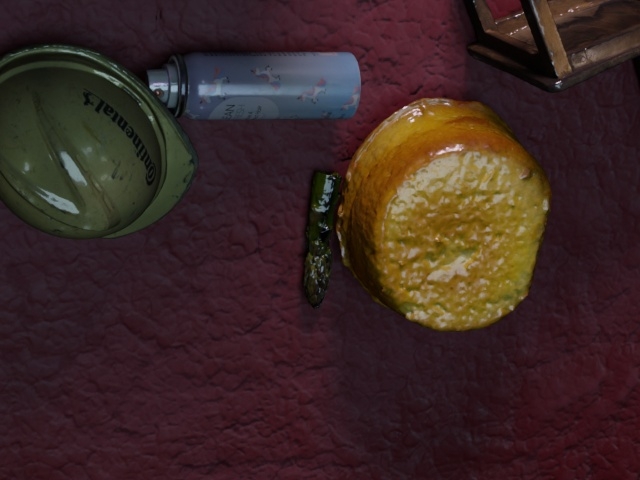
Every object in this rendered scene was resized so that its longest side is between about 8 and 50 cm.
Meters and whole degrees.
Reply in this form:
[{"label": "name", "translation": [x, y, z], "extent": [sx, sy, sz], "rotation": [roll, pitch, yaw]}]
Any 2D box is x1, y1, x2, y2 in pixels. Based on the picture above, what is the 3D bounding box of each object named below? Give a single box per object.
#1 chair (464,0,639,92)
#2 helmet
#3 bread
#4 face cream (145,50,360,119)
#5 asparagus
[{"label": "chair", "translation": [0.294, -0.221, 1.896], "extent": [0.240, 0.203, 0.416], "rotation": [-22, 114, -15]}, {"label": "helmet", "translation": [-0.245, -0.069, 1.775], "extent": [0.257, 0.137, 0.204], "rotation": [38, 112, -27]}, {"label": "bread", "translation": [0.139, -0.023, 1.945], "extent": [0.268, 0.146, 0.268], "rotation": [-5, 111, -14]}, {"label": "face cream", "translation": [-0.075, -0.165, 1.855], "extent": [0.229, 0.075, 0.075], "rotation": [-2, 110, -18]}, {"label": "asparagus", "translation": [0.000, 0.000, 1.969], "extent": [0.036, 0.030, 0.165], "rotation": [-8, 113, -31]}]
